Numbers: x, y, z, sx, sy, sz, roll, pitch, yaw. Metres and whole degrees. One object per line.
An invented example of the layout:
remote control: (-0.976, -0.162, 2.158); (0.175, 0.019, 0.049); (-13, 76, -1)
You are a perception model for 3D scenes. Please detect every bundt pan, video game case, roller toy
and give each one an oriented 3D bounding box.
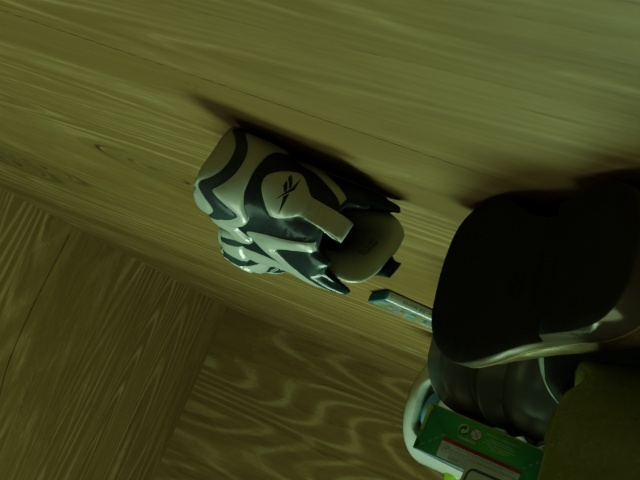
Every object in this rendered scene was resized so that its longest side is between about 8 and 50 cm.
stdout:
bundt pan: (0.257, 0.164, 1.250); (0.330, 0.124, 0.331); (22, 173, 3)
video game case: (0.150, 0.107, 1.591); (0.166, 0.015, 0.119); (24, 172, -6)
roller toy: (0.226, 0.270, 1.852); (0.146, 0.209, 0.191); (17, 135, 40)

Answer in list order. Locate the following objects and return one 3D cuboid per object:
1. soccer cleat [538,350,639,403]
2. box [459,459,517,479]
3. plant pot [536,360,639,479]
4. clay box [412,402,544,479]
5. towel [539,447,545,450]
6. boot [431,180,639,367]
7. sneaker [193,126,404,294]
soccer cleat: (0.315, 0.108, 0.821); (0.331, 0.116, 0.143); (20, -166, 12)
box: (0.213, 0.300, 0.929); (0.290, 0.169, 0.087); (18, 168, 46)
plant pot: (0.246, 0.180, 0.650); (0.253, 0.276, 0.276); (11, 169, 20)
clay box: (0.169, 0.219, 1.224); (0.127, 0.053, 0.222); (22, 172, 13)
towel: (0.427, 0.297, 1.687); (0.235, 0.121, 0.284); (20, 172, 18)
boot: (0.158, 0.034, 0.734); (0.115, 0.112, 0.305); (14, 173, -16)
sneaker: (0.000, 0.000, 0.971); (0.153, 0.094, 0.235); (30, 165, 18)
